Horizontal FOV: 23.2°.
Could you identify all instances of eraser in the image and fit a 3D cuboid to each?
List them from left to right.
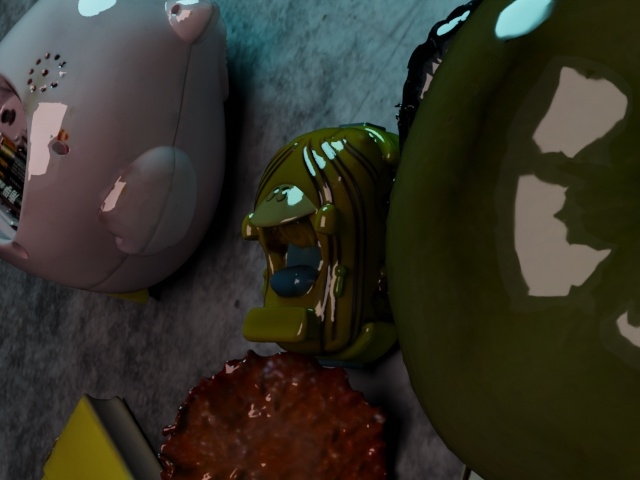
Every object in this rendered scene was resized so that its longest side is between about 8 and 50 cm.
[{"bbox_3d":[-0.252,0.308,1.832,0.158,0.069,0.226,-60,40,18],"label":"eraser"}]

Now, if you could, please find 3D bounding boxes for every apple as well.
[{"bbox_3d":[0.260,0.000,0.941,0.474,0.474,0.473,-19,66,48],"label":"apple"}]

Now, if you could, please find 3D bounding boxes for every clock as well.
[{"bbox_3d":[-0.267,-0.141,1.830,0.368,0.251,0.376,36,108,50],"label":"clock"}]

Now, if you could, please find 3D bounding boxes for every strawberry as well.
[{"bbox_3d":[-0.042,0.214,1.543,0.178,0.234,0.233,-161,84,-84],"label":"strawberry"}]

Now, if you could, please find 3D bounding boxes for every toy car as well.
[{"bbox_3d":[0.000,0.000,1.539,0.200,0.142,0.247,-6,77,50],"label":"toy car"}]

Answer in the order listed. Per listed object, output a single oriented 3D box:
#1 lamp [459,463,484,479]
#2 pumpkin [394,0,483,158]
[{"bbox_3d":[0.235,0.186,1.124,0.269,0.047,0.266,10,71,19],"label":"lamp"},{"bbox_3d":[0.172,-0.100,1.334,0.233,0.163,0.233,-8,77,39],"label":"pumpkin"}]
